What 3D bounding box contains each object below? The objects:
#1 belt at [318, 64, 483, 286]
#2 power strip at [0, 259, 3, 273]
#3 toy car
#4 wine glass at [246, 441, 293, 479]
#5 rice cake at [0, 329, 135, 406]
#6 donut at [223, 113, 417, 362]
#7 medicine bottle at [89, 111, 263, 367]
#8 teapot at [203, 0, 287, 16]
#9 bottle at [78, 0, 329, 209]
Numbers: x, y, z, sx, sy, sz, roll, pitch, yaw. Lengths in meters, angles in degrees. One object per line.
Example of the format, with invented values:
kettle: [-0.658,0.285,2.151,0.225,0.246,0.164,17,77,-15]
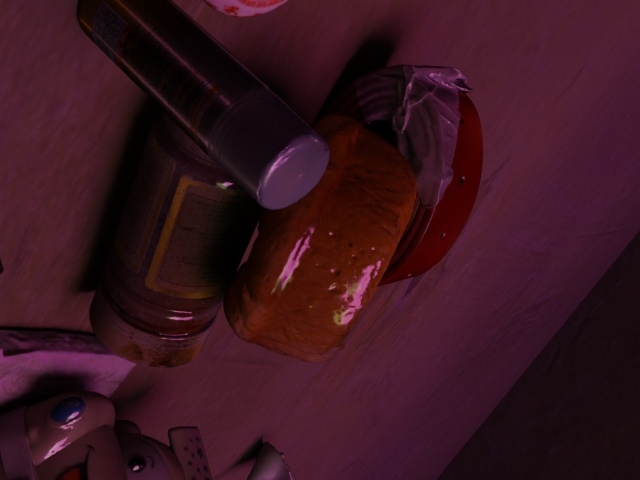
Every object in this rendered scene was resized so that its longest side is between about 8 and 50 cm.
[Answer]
belt: [0.091,-0.092,1.283,0.115,0.227,0.324,-12,126,-52]
power strip: [-0.389,0.038,0.993,0.111,0.029,0.038,-28,149,-27]
toy car: [-0.269,0.335,1.257,0.226,0.242,0.336,-16,161,-5]
wine glass: [-0.153,0.489,1.872,0.183,0.122,0.122,-25,147,-26]
rice cake: [-0.349,0.165,1.202,0.106,0.050,0.298,-51,153,11]
donut: [0.000,0.000,1.107,0.299,0.150,0.317,-61,-177,48]
medicine bottle: [-0.158,-0.014,1.114,0.151,0.151,0.322,-14,139,-46]
teapot: [-0.054,-0.293,0.925,0.245,0.116,0.159,-5,120,-49]
bottle: [-0.110,-0.141,0.856,0.082,0.286,0.082,-34,151,-22]
